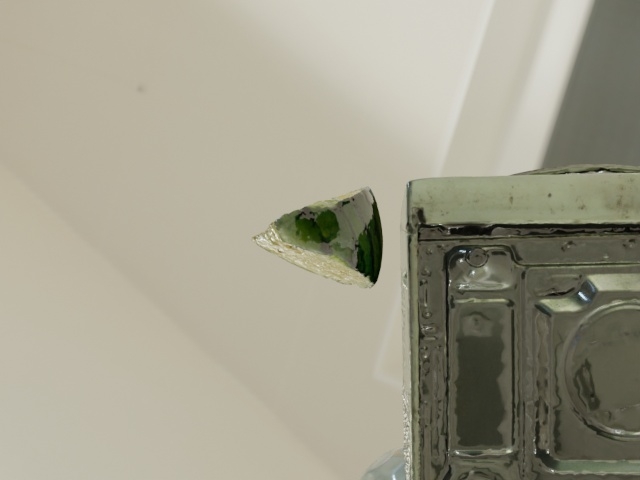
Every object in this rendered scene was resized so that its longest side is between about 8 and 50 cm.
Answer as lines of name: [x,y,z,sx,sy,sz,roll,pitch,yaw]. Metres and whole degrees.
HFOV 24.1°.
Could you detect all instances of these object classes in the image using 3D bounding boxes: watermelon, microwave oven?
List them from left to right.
watermelon: [0.007,0.008,1.121,0.092,0.075,0.181,-22,180,-11]
microwave oven: [0.266,0.096,1.286,0.394,0.332,0.247,-1,180,2]

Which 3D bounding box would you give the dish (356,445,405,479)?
dish: [0.174,0.293,1.628,0.303,0.120,0.303,25,179,1]
